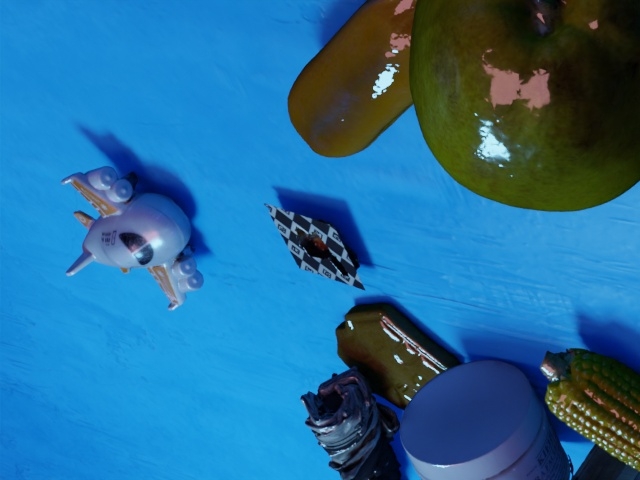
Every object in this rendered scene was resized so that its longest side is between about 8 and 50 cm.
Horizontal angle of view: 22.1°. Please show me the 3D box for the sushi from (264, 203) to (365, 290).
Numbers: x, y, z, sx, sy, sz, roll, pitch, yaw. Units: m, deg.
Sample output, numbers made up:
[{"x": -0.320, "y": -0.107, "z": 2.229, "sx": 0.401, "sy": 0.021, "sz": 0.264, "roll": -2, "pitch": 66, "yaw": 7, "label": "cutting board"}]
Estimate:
[{"x": 0.000, "y": 0.000, "z": 2.070, "sx": 0.126, "sy": 0.026, "sz": 0.120, "roll": 18, "pitch": 146, "yaw": 42, "label": "sushi"}]

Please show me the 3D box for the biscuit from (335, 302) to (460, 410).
[{"x": 0.093, "y": 0.167, "z": 2.177, "sx": 0.182, "sy": 0.034, "sz": 0.215, "roll": 40, "pitch": 151, "yaw": 1, "label": "biscuit"}]

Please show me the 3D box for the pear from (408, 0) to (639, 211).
[{"x": 0.199, "y": -0.158, "z": 1.387, "sx": 0.269, "sy": 0.269, "sz": 0.321, "roll": 33, "pitch": 175, "yaw": 14, "label": "pear"}]

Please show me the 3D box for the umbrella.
[{"x": 0.068, "y": 0.301, "z": 2.290, "sx": 0.106, "sy": 0.113, "sz": 0.357, "roll": 48, "pitch": 170, "yaw": 33, "label": "umbrella"}]

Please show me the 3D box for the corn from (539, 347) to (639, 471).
[{"x": 0.360, "y": 0.209, "z": 1.865, "sx": 0.262, "sy": 0.097, "sz": 0.097, "roll": 35, "pitch": 150, "yaw": 3, "label": "corn"}]

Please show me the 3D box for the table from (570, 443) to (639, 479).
[{"x": 0.363, "y": 0.302, "z": 2.004, "sx": 0.083, "sy": 0.079, "sz": 0.062, "roll": 4, "pitch": 134, "yaw": 44, "label": "table"}]

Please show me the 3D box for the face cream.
[{"x": 0.206, "y": 0.260, "z": 2.029, "sx": 0.177, "sy": 0.177, "sz": 0.153, "roll": 8, "pitch": 139, "yaw": 44, "label": "face cream"}]

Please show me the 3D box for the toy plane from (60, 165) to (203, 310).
[{"x": -0.268, "y": -0.002, "z": 2.284, "sx": 0.245, "sy": 0.117, "sz": 0.244, "roll": 30, "pitch": 148, "yaw": 21, "label": "toy plane"}]

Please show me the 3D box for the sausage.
[{"x": 0.063, "y": -0.183, "z": 1.676, "sx": 0.112, "sy": 0.112, "sz": 0.328, "roll": 43, "pitch": 148, "yaw": -4, "label": "sausage"}]
